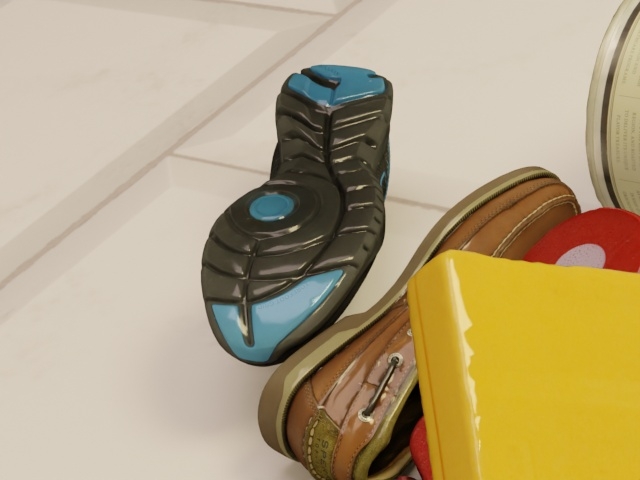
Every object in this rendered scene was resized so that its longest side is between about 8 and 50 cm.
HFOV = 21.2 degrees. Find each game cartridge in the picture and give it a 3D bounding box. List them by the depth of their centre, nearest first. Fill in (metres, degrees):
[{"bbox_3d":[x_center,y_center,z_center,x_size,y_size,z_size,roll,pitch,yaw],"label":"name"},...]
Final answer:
[{"bbox_3d":[0.202,0.155,0.814,0.324,0.052,0.285,7,61,-25],"label":"game cartridge"}]

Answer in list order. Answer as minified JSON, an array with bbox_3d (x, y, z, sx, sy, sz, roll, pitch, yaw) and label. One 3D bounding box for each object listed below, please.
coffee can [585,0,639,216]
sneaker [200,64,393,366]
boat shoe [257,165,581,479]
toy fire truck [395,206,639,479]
[{"bbox_3d":[0.361,-0.084,1.245,0.275,0.201,0.201,13,41,37],"label":"coffee can"},{"bbox_3d":[0.000,0.000,1.333,0.125,0.139,0.341,6,37,13],"label":"sneaker"},{"bbox_3d":[0.100,0.068,1.221,0.307,0.110,0.104,-43,44,-22],"label":"boat shoe"},{"bbox_3d":[0.152,0.143,1.038,0.254,0.169,0.302,-35,34,7],"label":"toy fire truck"}]
